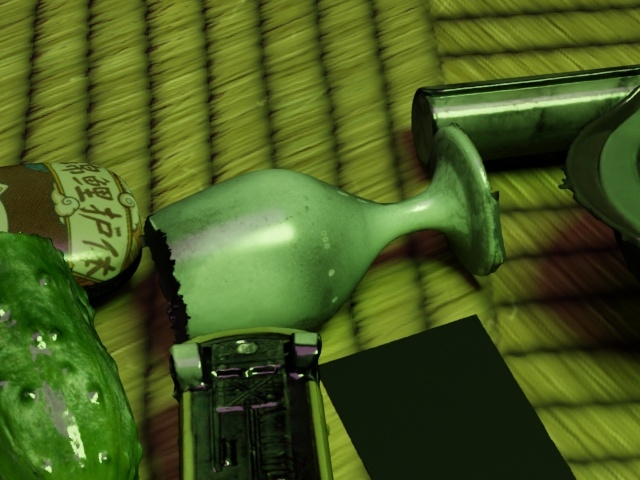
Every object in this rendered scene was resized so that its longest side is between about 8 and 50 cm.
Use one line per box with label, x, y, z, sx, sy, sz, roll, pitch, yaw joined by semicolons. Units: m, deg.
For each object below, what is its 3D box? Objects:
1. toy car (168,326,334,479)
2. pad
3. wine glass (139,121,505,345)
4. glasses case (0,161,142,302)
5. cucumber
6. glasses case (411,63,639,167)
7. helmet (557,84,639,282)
toy car;-0.039;0.165;1.096;0.101;0.124;0.256;-4;35;-2
pad;0.088;0.132;1.204;0.127;0.004;0.190;-16;46;-13
wine glass;0.000;0.000;1.259;0.241;0.126;0.126;-14;45;-15
glasses case;-0.290;0.015;1.287;0.321;0.082;0.122;-11;43;-9
cucumber;-0.181;0.114;1.156;0.134;0.134;0.244;-20;50;-17
glasses case;0.225;-0.104;1.378;0.299;0.114;0.060;-7;84;-5
helmet;0.320;-0.012;1.219;0.305;0.177;0.225;-17;40;-4
